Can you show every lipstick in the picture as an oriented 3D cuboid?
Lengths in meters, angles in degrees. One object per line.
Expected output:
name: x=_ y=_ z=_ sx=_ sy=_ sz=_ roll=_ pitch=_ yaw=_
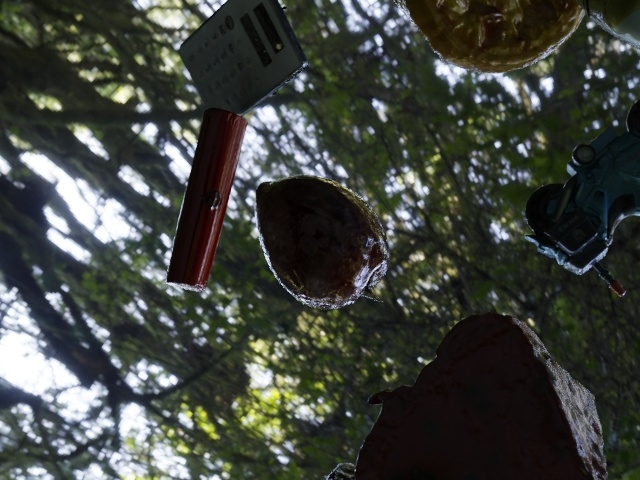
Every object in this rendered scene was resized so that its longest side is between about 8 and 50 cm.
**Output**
lipstick: x=-0.174 y=-0.063 z=1.475 sx=0.073 sy=0.073 sz=0.280 roll=6 pitch=-102 yaw=30

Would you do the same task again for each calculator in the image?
calculator: x=-0.122 y=-0.284 z=1.486 sx=0.261 sy=0.021 sz=0.161 roll=-28 pitch=-92 yaw=51

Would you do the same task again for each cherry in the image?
cherry: x=0.000 y=0.000 z=1.683 sx=0.300 sy=0.230 sz=0.203 roll=47 pitch=-67 yaw=9

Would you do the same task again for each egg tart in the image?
egg tart: x=0.148 y=-0.267 z=0.945 sx=0.202 sy=0.202 sz=0.147 roll=-44 pitch=-157 yaw=-2

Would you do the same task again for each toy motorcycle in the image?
toy motorcycle: x=0.406 y=-0.056 z=1.277 sx=0.272 sy=0.123 sz=0.182 roll=-41 pitch=-107 yaw=1

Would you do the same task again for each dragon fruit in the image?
dragon fruit: x=0.075 y=0.144 z=0.548 sx=0.192 sy=0.092 sz=0.122 roll=-42 pitch=-119 yaw=10

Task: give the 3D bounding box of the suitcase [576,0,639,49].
suitcase: x=0.324 y=-0.217 z=0.740 sx=0.194 sy=0.234 sz=0.143 roll=-61 pitch=-165 yaw=23
